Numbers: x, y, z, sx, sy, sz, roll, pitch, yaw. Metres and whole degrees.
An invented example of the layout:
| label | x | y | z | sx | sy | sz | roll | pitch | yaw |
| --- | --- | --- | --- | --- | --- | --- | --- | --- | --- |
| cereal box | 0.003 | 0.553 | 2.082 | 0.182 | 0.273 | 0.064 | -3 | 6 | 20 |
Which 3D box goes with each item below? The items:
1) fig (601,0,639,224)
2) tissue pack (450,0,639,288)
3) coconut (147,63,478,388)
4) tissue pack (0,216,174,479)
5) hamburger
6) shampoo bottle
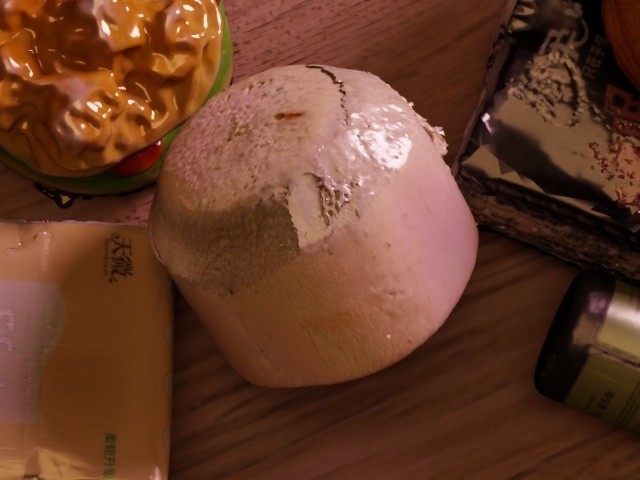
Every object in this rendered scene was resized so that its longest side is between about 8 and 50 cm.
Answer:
| label | x | y | z | sx | sy | sz | roll | pitch | yaw |
| --- | --- | --- | --- | --- | --- | --- | --- | --- | --- |
| fig | 0.261 | -0.107 | 0.994 | 0.146 | 0.134 | 0.201 | 5 | 91 | 23 |
| tissue pack | 0.276 | -0.079 | 1.103 | 0.332 | 0.123 | 0.245 | 22 | 73 | 1 |
| coconut | 0.000 | 0.000 | 1.038 | 0.224 | 0.234 | 0.224 | -24 | 43 | 24 |
| tissue pack | -0.199 | 0.093 | 1.051 | 0.186 | 0.090 | 0.222 | 4 | 62 | -8 |
| hamburger | -0.176 | -0.152 | 1.101 | 0.237 | 0.149 | 0.237 | 0 | 77 | 1 |
| shampoo bottle | 0.302 | 0.117 | 1.067 | 0.284 | 0.101 | 0.101 | 22 | 79 | 5 |
